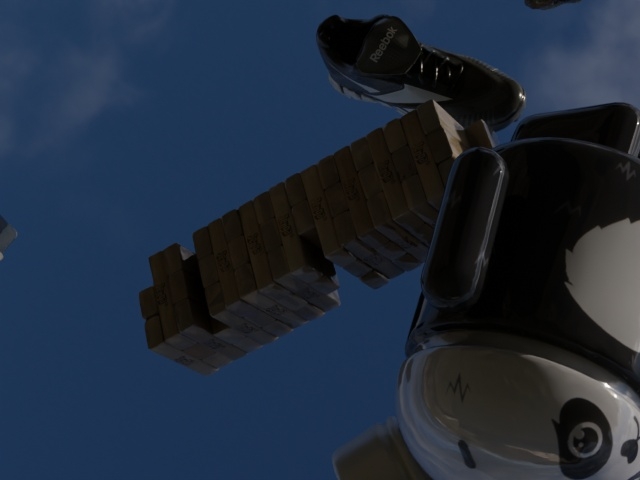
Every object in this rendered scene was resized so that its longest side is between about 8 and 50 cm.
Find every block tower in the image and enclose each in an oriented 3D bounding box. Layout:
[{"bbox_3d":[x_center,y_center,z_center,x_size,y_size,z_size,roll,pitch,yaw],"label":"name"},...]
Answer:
[{"bbox_3d":[0.000,0.000,1.210,0.335,0.097,0.091,-28,-122,20],"label":"block tower"}]

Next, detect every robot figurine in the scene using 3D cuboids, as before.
[{"bbox_3d":[0.154,0.045,0.915,0.209,0.173,0.278,22,-116,-2],"label":"robot figurine"}]

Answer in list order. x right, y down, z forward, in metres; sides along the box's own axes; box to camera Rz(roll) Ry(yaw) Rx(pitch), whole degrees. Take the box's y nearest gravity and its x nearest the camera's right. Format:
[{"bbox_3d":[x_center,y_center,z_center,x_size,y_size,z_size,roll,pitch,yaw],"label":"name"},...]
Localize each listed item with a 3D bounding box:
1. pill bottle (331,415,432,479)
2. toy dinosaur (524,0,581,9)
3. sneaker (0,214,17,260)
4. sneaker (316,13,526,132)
[{"bbox_3d":[0.205,0.152,1.151,0.361,0.204,0.204,-33,-121,3],"label":"pill bottle"},{"bbox_3d":[0.279,-0.251,1.094,0.268,0.118,0.064,-47,-127,-1],"label":"toy dinosaur"},{"bbox_3d":[-0.358,-0.006,1.302,0.083,0.222,0.118,-42,-78,4],"label":"sneaker"},{"bbox_3d":[0.087,-0.166,1.370,0.234,0.106,0.078,22,-104,32],"label":"sneaker"}]
